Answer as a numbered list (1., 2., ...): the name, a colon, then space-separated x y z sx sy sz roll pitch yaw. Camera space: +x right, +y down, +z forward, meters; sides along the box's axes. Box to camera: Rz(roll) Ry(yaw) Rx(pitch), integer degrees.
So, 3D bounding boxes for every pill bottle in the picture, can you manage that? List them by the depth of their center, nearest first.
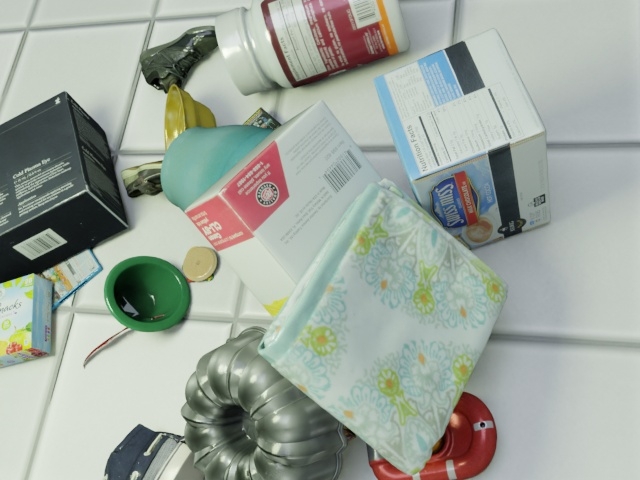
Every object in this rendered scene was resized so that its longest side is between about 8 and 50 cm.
1. pill bottle: -0.017 -0.468 1.647 0.391 0.224 0.224 -16 63 11

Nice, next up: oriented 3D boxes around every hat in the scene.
1. hat: -0.406 0.150 1.611 0.208 0.183 0.173 -5 65 -31

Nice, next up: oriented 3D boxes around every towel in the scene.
1. towel: 0.117 0.123 1.184 0.320 0.090 0.375 40 62 -11

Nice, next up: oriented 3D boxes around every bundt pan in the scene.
1. bundt pan: -0.120 0.320 1.295 0.330 0.124 0.331 5 98 38

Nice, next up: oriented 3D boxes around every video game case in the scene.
1. video game case: -0.590 0.077 1.706 0.166 0.015 0.119 -40 62 -2

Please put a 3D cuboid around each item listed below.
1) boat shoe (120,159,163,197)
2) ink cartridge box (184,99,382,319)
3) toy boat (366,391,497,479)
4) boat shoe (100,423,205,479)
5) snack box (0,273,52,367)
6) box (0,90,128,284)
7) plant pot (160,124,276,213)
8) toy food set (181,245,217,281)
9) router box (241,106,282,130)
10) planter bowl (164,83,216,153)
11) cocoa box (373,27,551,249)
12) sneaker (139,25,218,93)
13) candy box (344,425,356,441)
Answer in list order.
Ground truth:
1. boat shoe: -0.375 -0.136 1.663 0.223 0.080 0.074 -5 96 50
2. ink cartridge box: 0.000 0.000 1.309 0.279 0.385 0.160 -47 15 -32
3. toy boat: 0.182 0.333 1.269 0.230 0.151 0.151 -13 64 12
4. boat shoe: -0.356 0.500 1.369 0.158 0.127 0.341 15 52 28
5. snack box: -0.699 0.186 1.652 0.207 0.070 0.175 -15 64 16
6. box: -0.656 -0.114 1.710 0.343 0.179 0.313 -25 59 5
7. plant pot: -0.181 -0.120 1.532 0.255 0.272 0.272 22 75 32
8. toy food set: -0.261 0.052 1.609 0.083 0.020 0.083 7 70 20
9. router box: -0.144 -0.230 1.686 0.122 0.038 0.092 -44 62 -5
10. planter bowl: -0.288 -0.241 1.682 0.090 0.217 0.217 -3 60 -23
11. cocoa box: 0.263 -0.157 1.348 0.227 0.347 0.232 -21 62 9
12. sneaker: -0.331 -0.432 1.811 0.227 0.087 0.130 -20 64 12
13. candy box: -0.005 0.282 1.376 0.053 0.109 0.187 -28 62 6
